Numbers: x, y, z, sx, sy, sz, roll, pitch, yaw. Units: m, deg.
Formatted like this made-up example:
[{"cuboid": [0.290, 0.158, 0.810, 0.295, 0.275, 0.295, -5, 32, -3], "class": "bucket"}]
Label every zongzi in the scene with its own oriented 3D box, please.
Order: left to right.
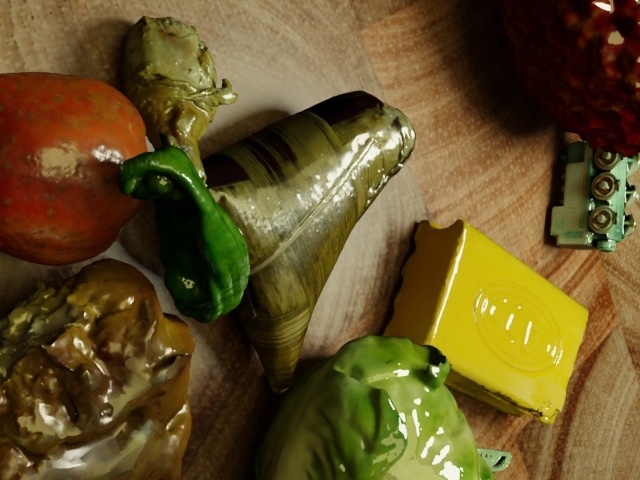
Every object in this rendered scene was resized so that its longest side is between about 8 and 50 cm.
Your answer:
[{"cuboid": [0.000, 0.000, 0.894, 0.286, 0.134, 0.288, -29, 111, -20], "class": "zongzi"}]

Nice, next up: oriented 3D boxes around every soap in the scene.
[{"cuboid": [0.244, 0.125, 1.114, 0.325, 0.096, 0.204, 30, 73, -34], "class": "soap"}]

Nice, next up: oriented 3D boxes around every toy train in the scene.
[{"cuboid": [0.433, -0.077, 1.240, 0.081, 0.125, 0.193, 14, 79, -44], "class": "toy train"}]

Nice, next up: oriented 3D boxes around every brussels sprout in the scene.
[{"cuboid": [0.065, 0.254, 0.904, 0.294, 0.227, 0.259, -43, 101, -19], "class": "brussels sprout"}]

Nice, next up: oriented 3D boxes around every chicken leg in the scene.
[{"cuboid": [-0.141, -0.130, 0.783, 0.103, 0.088, 0.227, 8, 53, -41], "class": "chicken leg"}]

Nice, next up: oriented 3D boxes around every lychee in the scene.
[{"cuboid": [0.483, -0.318, 1.081, 0.500, 0.425, 0.424, 18, 79, -16], "class": "lychee"}]

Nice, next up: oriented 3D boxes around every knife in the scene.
[{"cuboid": [0.178, 0.313, 1.115, 0.293, 0.020, 0.043, 14, 81, -37], "class": "knife"}]

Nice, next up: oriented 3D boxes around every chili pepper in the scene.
[{"cuboid": [-0.116, 0.003, 0.703, 0.257, 0.100, 0.074, 83, 18, -51], "class": "chili pepper"}]

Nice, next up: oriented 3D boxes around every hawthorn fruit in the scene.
[{"cuboid": [-0.247, -0.067, 0.692, 0.189, 0.189, 0.189, -1, 91, -38], "class": "hawthorn fruit"}]

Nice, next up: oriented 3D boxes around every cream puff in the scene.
[{"cuboid": [-0.225, 0.147, 0.721, 0.241, 0.155, 0.268, 14, 97, -46], "class": "cream puff"}]
